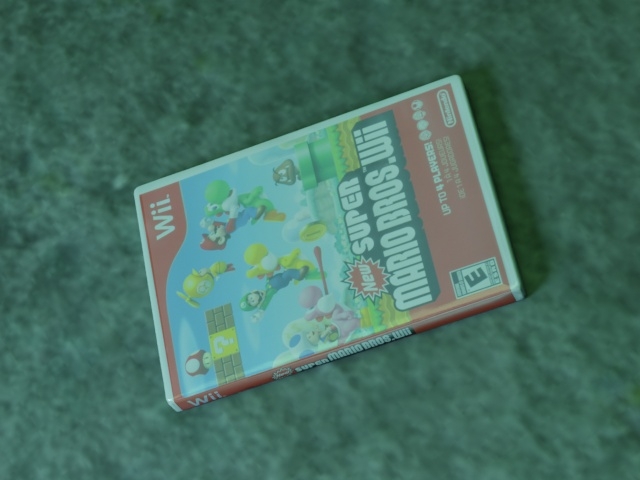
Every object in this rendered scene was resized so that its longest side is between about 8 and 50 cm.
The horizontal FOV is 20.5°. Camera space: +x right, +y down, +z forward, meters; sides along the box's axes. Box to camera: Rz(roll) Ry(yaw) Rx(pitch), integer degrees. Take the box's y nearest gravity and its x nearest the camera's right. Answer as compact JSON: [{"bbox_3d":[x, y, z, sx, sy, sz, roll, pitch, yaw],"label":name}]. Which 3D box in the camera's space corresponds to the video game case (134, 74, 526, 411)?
[{"bbox_3d":[0.000,0.000,1.380,0.285,0.025,0.204,-19,58,10],"label":"video game case"}]
